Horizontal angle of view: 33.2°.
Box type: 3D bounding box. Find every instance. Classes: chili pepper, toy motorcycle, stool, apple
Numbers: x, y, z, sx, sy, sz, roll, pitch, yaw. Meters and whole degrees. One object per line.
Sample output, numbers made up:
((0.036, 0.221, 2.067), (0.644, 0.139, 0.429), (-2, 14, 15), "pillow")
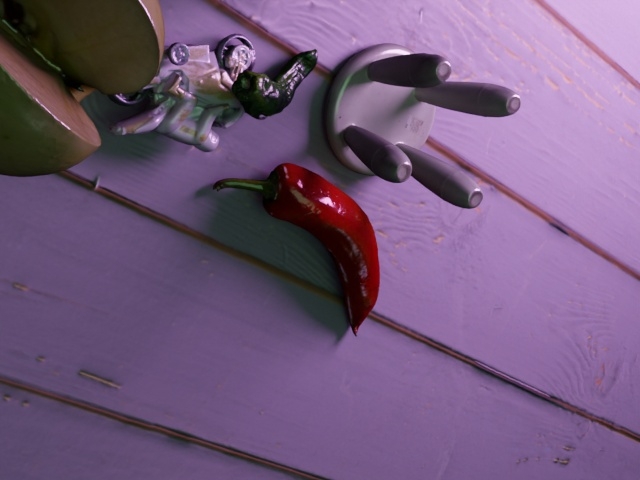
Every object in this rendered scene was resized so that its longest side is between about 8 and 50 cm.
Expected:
((0.008, -0.002, 1.546), (0.137, 0.092, 0.368), (-42, 124, 0), "chili pepper")
((-0.170, -0.181, 1.361), (0.229, 0.074, 0.151), (-21, 113, -38), "toy motorcycle")
((-0.057, -0.201, 1.406), (0.182, 0.050, 0.073), (-43, 143, -58), "chili pepper")
((0.134, -0.162, 1.501), (0.195, 0.199, 0.195), (17, 99, -39), "stool")
((-0.313, -0.214, 1.114), (0.292, 0.292, 0.254), (-50, 121, -8), "apple")
